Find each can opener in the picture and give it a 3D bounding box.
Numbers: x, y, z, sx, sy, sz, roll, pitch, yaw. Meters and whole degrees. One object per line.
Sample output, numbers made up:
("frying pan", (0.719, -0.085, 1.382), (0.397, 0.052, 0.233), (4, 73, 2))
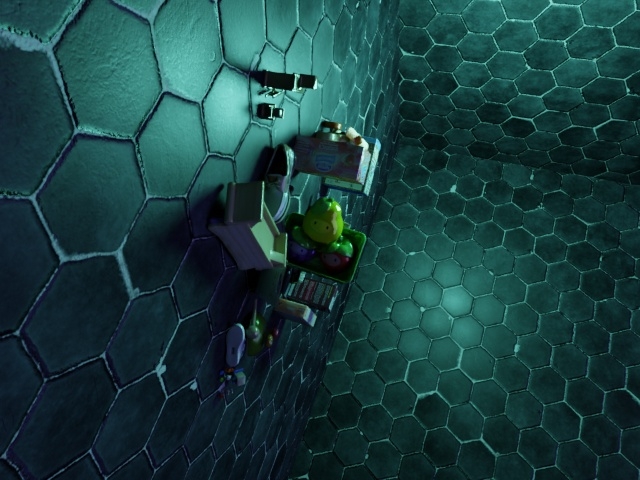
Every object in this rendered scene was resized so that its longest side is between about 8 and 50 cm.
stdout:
("can opener", (-0.153, 0.171, 2.013), (0.059, 0.073, 0.186), (-36, 147, -77))

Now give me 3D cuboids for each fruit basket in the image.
("fruit basket", (0.000, 0.000, 1.816), (0.392, 0.392, 0.282), (71, 37, -62))

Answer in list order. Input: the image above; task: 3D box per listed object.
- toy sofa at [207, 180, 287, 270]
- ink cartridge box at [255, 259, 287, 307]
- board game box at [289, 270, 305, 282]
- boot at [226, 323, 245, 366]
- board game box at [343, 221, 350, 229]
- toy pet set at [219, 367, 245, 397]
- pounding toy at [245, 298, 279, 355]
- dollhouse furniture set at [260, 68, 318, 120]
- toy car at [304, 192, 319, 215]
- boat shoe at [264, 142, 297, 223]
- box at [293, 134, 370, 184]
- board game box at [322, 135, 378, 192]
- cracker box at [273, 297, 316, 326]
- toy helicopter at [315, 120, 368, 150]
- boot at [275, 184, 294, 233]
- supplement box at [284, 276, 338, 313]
("toy sofa", (-0.236, -0.037, 1.444), (0.362, 0.177, 0.150), (72, 16, -60))
("ink cartridge box", (-0.178, 0.151, 1.668), (0.066, 0.232, 0.188), (14, 91, -33))
("board game box", (-0.083, 0.089, 2.088), (0.136, 0.030, 0.259), (-22, -135, 65))
("boot", (-0.322, 0.388, 1.643), (0.086, 0.069, 0.189), (-57, 164, -67))
("board game box", (0.042, -0.039, 2.311), (0.194, 0.194, 0.060), (-62, 163, 4))
("toy pet set", (-0.359, 0.543, 1.683), (0.114, 0.065, 0.122), (-6, 110, -35))
("pounding toy", (-0.233, 0.376, 1.740), (0.236, 0.110, 0.182), (95, 3, -49))
("dollhouse furniture set", (-0.095, -0.478, 1.432), (0.101, 0.182, 0.160), (-33, 134, -67))
("toy car", (0.000, -0.137, 2.135), (0.155, 0.149, 0.188), (50, 44, -58))
("boat shoe", (-0.167, -0.215, 1.570), (0.103, 0.113, 0.302), (51, 45, -67))
("box", (0.044, -0.339, 1.793), (0.154, 0.300, 0.142), (4, 100, -74))
("board game box", (0.169, -0.408, 2.269), (0.141, 0.232, 0.290), (9, 96, -74))
("cracker box", (-0.120, 0.358, 2.095), (0.232, 0.156, 0.067), (63, 43, -66))
("toy helicopter", (0.083, -0.464, 1.933), (0.355, 0.235, 0.140), (-30, 133, -67))
("boot", (-0.161, -0.099, 1.724), (0.189, 0.076, 0.208), (-47, 143, -32))
("supplement box", (-0.045, 0.264, 2.114), (0.073, 0.240, 0.130), (74, 34, -60))
